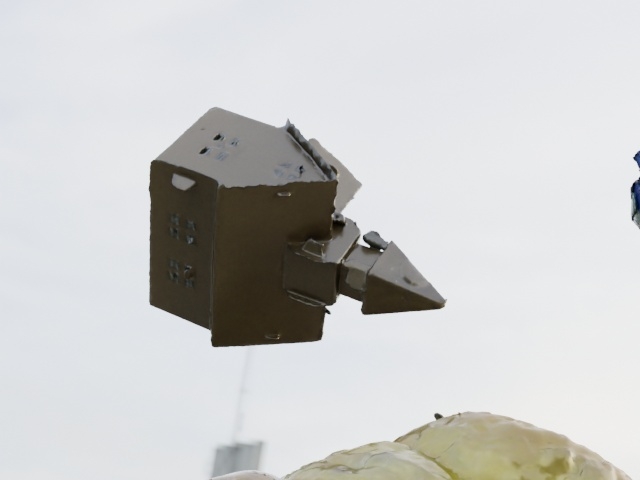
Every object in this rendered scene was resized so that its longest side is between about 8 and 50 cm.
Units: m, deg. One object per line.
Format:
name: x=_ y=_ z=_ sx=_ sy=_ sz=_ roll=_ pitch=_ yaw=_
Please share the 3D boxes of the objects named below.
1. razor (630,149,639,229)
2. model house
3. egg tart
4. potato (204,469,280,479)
razor: x=0.387 y=-0.024 z=1.761 sx=0.056 sy=0.093 sz=0.324 roll=-26 pitch=-15 yaw=12
model house: x=0.000 y=0.000 z=1.311 sx=0.248 sy=0.176 sz=0.181 roll=22 pitch=-48 yaw=17
egg tart: x=0.112 y=0.196 z=0.895 sx=0.319 sy=0.128 sz=0.319 roll=25 pitch=-26 yaw=13
potato: x=-0.096 y=0.307 z=1.668 sx=0.178 sy=0.109 sz=0.118 roll=-14 pitch=-4 yaw=-37
